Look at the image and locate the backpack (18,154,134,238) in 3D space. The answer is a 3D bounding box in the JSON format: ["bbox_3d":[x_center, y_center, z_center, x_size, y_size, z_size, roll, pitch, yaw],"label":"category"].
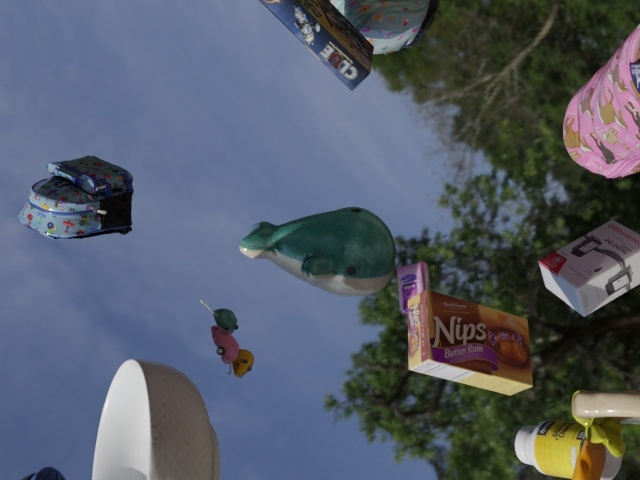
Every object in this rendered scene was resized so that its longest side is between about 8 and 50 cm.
[{"bbox_3d":[-0.433,-0.071,1.582,0.173,0.158,0.117,-17,-56,-48],"label":"backpack"}]

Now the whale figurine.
[{"bbox_3d":[0.000,0.000,1.589,0.216,0.272,0.141,-65,-13,-68],"label":"whale figurine"}]

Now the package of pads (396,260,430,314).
[{"bbox_3d":[0.156,0.080,1.511,0.032,0.050,0.083,23,-122,-49],"label":"package of pads"}]

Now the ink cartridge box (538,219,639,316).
[{"bbox_3d":[0.445,0.041,1.443,0.063,0.150,0.109,66,170,-30],"label":"ink cartridge box"}]

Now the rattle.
[{"bbox_3d":[0.377,0.224,0.984,0.130,0.199,0.143,73,-157,-57],"label":"rattle"}]

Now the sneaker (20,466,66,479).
[{"bbox_3d":[-0.422,0.416,1.225,0.081,0.090,0.232,47,-149,-19],"label":"sneaker"}]

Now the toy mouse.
[{"bbox_3d":[-0.142,0.148,1.406,0.161,0.031,0.143,-89,-25,-77],"label":"toy mouse"}]

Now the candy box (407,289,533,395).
[{"bbox_3d":[0.214,0.147,1.295,0.186,0.053,0.109,18,-122,-26],"label":"candy box"}]

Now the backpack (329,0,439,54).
[{"bbox_3d":[0.104,-0.390,1.554,0.182,0.152,0.115,-9,-126,-30],"label":"backpack"}]

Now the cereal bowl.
[{"bbox_3d":[-0.246,0.357,1.399,0.141,0.339,0.339,8,-123,-25],"label":"cereal bowl"}]

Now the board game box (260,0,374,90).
[{"bbox_3d":[-0.019,-0.348,1.381,0.243,0.042,0.165,43,-157,-14],"label":"board game box"}]

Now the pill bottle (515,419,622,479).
[{"bbox_3d":[0.452,0.385,1.667,0.103,0.184,0.103,4,-97,-35],"label":"pill bottle"}]

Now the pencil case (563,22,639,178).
[{"bbox_3d":[0.438,-0.189,1.207,0.160,0.167,0.386,48,179,5],"label":"pencil case"}]
